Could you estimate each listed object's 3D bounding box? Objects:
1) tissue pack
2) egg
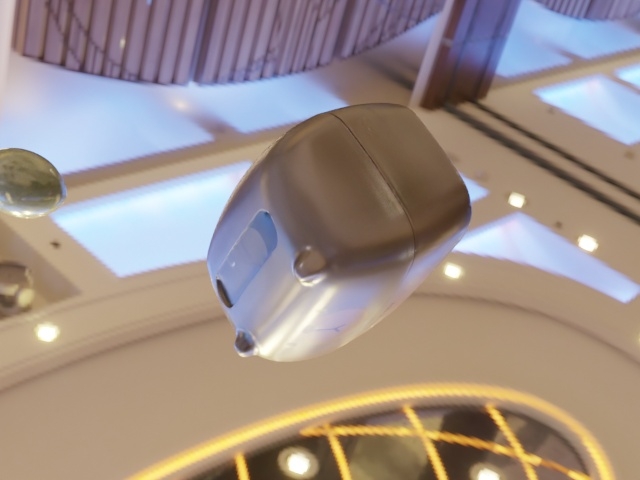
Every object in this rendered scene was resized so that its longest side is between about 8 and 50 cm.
[{"bbox_3d":[0.000,0.000,1.472,0.277,0.387,0.267,-19,-108,-34],"label":"tissue pack"},{"bbox_3d":[-0.499,-0.095,1.769,0.152,0.114,0.114,18,-154,-28],"label":"egg"}]
